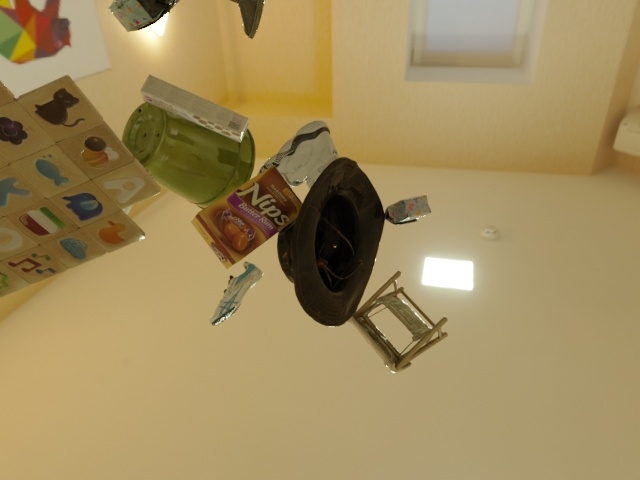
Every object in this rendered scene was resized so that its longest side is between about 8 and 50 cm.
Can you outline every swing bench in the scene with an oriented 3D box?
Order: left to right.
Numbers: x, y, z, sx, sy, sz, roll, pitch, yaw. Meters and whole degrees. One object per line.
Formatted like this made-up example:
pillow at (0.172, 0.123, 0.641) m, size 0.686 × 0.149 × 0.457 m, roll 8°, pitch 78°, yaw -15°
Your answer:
swing bench at (0.262, 0.290, 1.708) m, size 0.255 × 0.165 × 0.253 m, roll -36°, pitch -122°, yaw -8°

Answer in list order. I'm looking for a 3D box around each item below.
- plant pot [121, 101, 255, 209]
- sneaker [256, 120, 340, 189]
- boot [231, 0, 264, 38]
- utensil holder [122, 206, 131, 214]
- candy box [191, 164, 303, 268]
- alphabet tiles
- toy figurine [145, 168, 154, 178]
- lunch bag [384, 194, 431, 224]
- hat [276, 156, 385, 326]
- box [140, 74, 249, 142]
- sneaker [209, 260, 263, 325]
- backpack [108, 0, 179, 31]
plant pot at (-0.483, -0.320, 1.740) m, size 0.367 × 0.366 × 0.353 m, roll 23°, pitch -177°, yaw 36°
sneaker at (-0.070, -0.216, 1.677) m, size 0.138 × 0.366 × 0.210 m, roll -4°, pitch -121°, yaw -53°
boot at (-0.238, -0.599, 1.188) m, size 0.209 × 0.189 × 0.075 m, roll 12°, pitch -125°, yaw -12°
utensil holder at (-0.787, -0.125, 1.450) m, size 0.328 × 0.327 × 0.385 m, roll 2°, pitch -158°, yaw 6°
candy box at (-0.126, -0.046, 0.897) m, size 0.187 × 0.109 × 0.053 m, roll -40°, pitch -175°, yaw -35°
alphabet tiles at (-0.378, -0.047, 0.555) m, size 0.343 × 0.285 × 0.011 m, roll -22°, pitch -131°, yaw 5°
toy figurine at (-0.587, -0.200, 1.140) m, size 0.191 × 0.217 × 0.363 m, roll -20°, pitch -179°, yaw 26°
lunch bag at (0.189, -0.064, 1.082) m, size 0.071 × 0.053 × 0.083 m, roll -13°, pitch 176°, yaw -31°
hat at (0.000, 0.000, 0.995) m, size 0.134 × 0.330 × 0.331 m, roll 5°, pitch -151°, yaw 36°
box at (-0.376, -0.397, 1.490) m, size 0.324 × 0.063 × 0.067 m, roll 22°, pitch -105°, yaw -4°
sneaker at (-0.280, 0.169, 1.569) m, size 0.086 × 0.085 × 0.237 m, roll 35°, pitch -115°, yaw 3°
backpack at (-0.467, -0.639, 1.284) m, size 0.189 × 0.144 × 0.165 m, roll -8°, pitch -131°, yaw 46°
